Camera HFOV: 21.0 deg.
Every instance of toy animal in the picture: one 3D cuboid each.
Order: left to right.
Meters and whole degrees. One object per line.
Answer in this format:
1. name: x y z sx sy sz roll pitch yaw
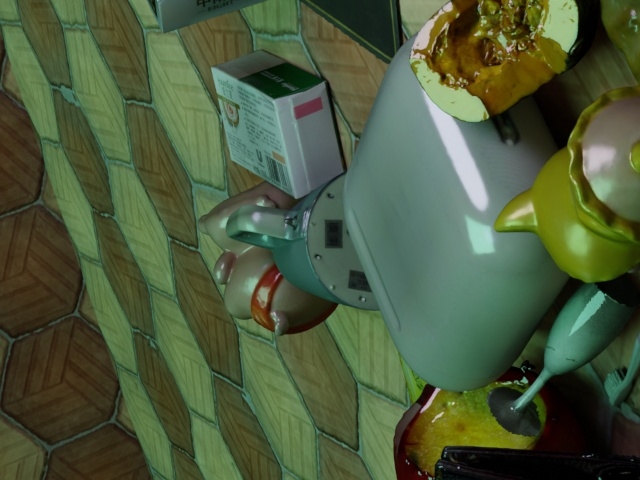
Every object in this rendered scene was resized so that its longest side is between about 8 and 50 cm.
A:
1. toy animal: -0.052 0.023 2.222 0.198 0.171 0.171 64 159 7
2. toy animal: 0.248 -0.047 1.409 0.156 0.156 0.230 66 158 6

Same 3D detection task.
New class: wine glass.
1. wine glass: 0.232 0.104 1.643 0.066 0.066 0.198 56 135 28

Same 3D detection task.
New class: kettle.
1. kettle: 0.000 0.000 2.010 0.243 0.210 0.160 170 107 -72

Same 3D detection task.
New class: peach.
1. peach: 0.177 0.221 1.801 0.226 0.190 0.196 112 140 -61

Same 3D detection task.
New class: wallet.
1. wallet: 0.242 0.296 1.694 0.071 0.262 0.221 -73 -16 -44

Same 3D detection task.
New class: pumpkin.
1. pumpkin: 0.174 -0.189 1.503 0.183 0.107 0.119 -35 83 45

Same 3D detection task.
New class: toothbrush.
1. toothbrush: 0.302 0.078 1.582 0.286 0.020 0.025 102 147 -57

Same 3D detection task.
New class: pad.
1. pad: -0.033 -0.325 1.949 0.375 0.063 0.315 43 149 50

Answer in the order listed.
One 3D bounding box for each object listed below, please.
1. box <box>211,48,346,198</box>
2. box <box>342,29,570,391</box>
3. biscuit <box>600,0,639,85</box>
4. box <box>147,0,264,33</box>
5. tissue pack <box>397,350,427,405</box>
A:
1. box: -0.054 -0.148 2.159 0.199 0.081 0.135 31 138 56
2. box: 0.133 -0.027 1.698 0.349 0.141 0.289 110 140 -60
3. biscuit: 0.254 -0.224 1.365 0.174 0.039 0.183 58 157 21
4. box: -0.160 -0.371 2.048 0.067 0.155 0.243 91 156 -56
5. tissue pack: 0.139 0.149 2.005 0.095 0.062 0.176 24 132 62
